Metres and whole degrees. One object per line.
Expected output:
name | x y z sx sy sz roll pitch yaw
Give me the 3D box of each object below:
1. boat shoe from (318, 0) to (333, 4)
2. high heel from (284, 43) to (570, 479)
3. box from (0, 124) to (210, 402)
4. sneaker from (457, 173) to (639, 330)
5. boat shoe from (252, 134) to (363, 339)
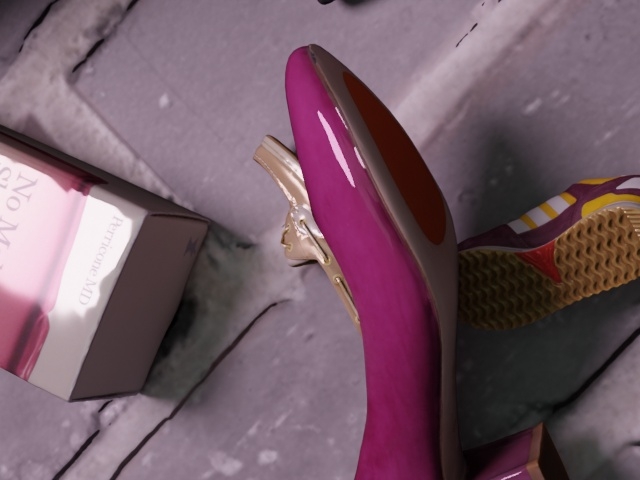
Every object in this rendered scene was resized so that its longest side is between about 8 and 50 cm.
boat shoe | -0.039 -0.270 0.963 0.076 0.080 0.228 -37 86 10
high heel | 0.018 0.069 0.864 0.181 0.127 0.377 -23 95 21
box | -0.226 0.004 0.973 0.232 0.127 0.149 24 94 16
sneaker | 0.161 0.005 0.900 0.185 0.084 0.070 -18 108 38
boat shoe | 0.000 0.000 0.941 0.059 0.063 0.170 -41 78 5
